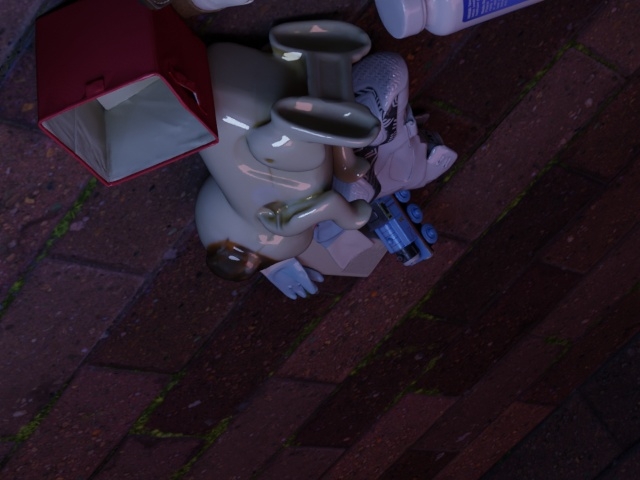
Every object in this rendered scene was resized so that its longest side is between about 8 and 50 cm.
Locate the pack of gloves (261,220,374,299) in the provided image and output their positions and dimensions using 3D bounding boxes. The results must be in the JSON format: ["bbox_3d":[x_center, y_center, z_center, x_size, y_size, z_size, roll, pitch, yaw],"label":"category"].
[{"bbox_3d":[-0.012,0.030,2.086,0.195,0.046,0.232,-37,144,7],"label":"pack of gloves"}]

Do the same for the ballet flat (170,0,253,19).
[{"bbox_3d":[-0.098,-0.410,1.576,0.342,0.124,0.116,-39,145,11],"label":"ballet flat"}]

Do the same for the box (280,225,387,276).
[{"bbox_3d":[0.000,0.000,2.180,0.275,0.094,0.113,7,129,-41],"label":"box"}]

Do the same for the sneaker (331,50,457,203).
[{"bbox_3d":[0.142,-0.208,2.005,0.210,0.137,0.366,-15,146,-25],"label":"sneaker"}]

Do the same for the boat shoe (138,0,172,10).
[{"bbox_3d":[-0.137,-0.439,1.404,0.122,0.120,0.324,38,76,-47],"label":"boat shoe"}]

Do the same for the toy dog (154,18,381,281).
[{"bbox_3d":[-0.095,-0.110,1.820,0.395,0.284,0.408,-3,138,-14],"label":"toy dog"}]

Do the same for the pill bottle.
[{"bbox_3d":[0.229,-0.419,1.789,0.272,0.152,0.152,-21,144,-15],"label":"pill bottle"}]

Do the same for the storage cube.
[{"bbox_3d":[-0.276,-0.225,1.573,0.215,0.193,0.183,-19,147,15],"label":"storage cube"}]

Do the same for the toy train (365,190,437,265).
[{"bbox_3d":[0.152,-0.031,2.187,0.080,0.184,0.105,-30,-174,47],"label":"toy train"}]
